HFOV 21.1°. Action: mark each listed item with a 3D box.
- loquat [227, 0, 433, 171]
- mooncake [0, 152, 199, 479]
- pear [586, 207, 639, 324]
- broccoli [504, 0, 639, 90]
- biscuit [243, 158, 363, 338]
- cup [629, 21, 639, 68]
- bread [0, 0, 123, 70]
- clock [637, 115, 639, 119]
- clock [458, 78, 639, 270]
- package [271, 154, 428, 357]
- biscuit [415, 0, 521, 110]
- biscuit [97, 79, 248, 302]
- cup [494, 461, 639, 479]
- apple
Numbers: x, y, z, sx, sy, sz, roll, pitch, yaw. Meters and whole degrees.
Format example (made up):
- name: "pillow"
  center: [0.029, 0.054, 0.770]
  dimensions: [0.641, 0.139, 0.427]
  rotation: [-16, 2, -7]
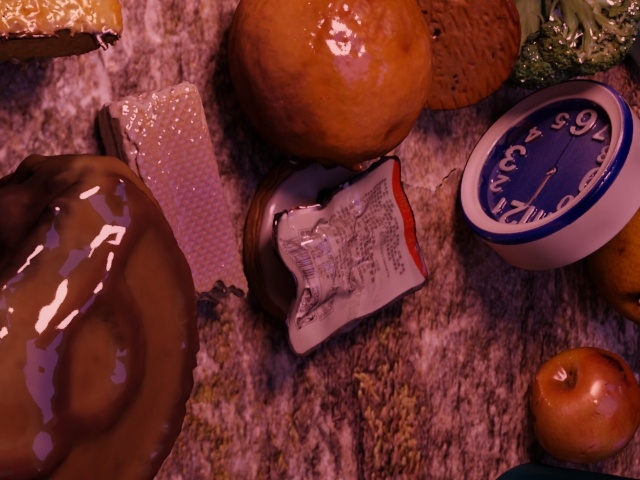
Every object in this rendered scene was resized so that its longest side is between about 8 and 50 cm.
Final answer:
- name: "loquat"
  center: [0.013, -0.192, 1.799]
  dimensions: [0.238, 0.193, 0.238]
  rotation: [-1, 92, -48]
- name: "mooncake"
  center: [-0.301, 0.102, 1.499]
  dimensions: [0.393, 0.246, 0.394]
  rotation: [19, 80, -45]
- name: "pear"
  center: [0.430, 0.010, 2.149]
  dimensions: [0.209, 0.209, 0.208]
  rotation: [1, 88, -41]
- name: "broccoli"
  center: [0.265, -0.311, 1.969]
  dimensions: [0.270, 0.270, 0.270]
  rotation: [47, 55, -65]
- name: "biscuit"
  center: [0.000, 0.000, 1.880]
  dimensions: [0.181, 0.049, 0.208]
  rotation: [24, 76, -39]
- name: "cup"
  center: [0.400, -0.325, 2.182]
  dimensions: [0.235, 0.148, 0.134]
  rotation: [54, 31, -30]
- name: "bread"
  center: [-0.314, -0.229, 1.547]
  dimensions: [0.261, 0.160, 0.147]
  rotation: [-5, 86, -35]
- name: "clock"
  center: [0.346, -0.071, 2.089]
  dimensions: [0.040, 0.184, 0.184]
  rotation: [28, 69, -9]
- name: "clock"
  center: [0.275, -0.077, 1.997]
  dimensions: [0.083, 0.230, 0.230]
  rotation: [41, 64, -36]
- name: "package"
  center: [0.026, 0.016, 1.849]
  dimensions: [0.232, 0.040, 0.166]
  rotation: [-31, 115, -43]
- name: "biscuit"
  center: [0.132, -0.233, 1.920]
  dimensions: [0.187, 0.188, 0.027]
  rotation: [63, 25, -21]
- name: "biscuit"
  center: [-0.152, -0.036, 1.741]
  dimensions: [0.108, 0.062, 0.238]
  rotation: [-20, 101, -37]
- name: "cup"
  center: [0.332, 0.411, 1.995]
  dimensions: [0.308, 0.292, 0.242]
  rotation: [-42, 115, -34]
- name: "apple"
  center: [0.322, 0.195, 2.087]
  dimensions: [0.146, 0.146, 0.146]
  rotation: [1, 88, -41]
